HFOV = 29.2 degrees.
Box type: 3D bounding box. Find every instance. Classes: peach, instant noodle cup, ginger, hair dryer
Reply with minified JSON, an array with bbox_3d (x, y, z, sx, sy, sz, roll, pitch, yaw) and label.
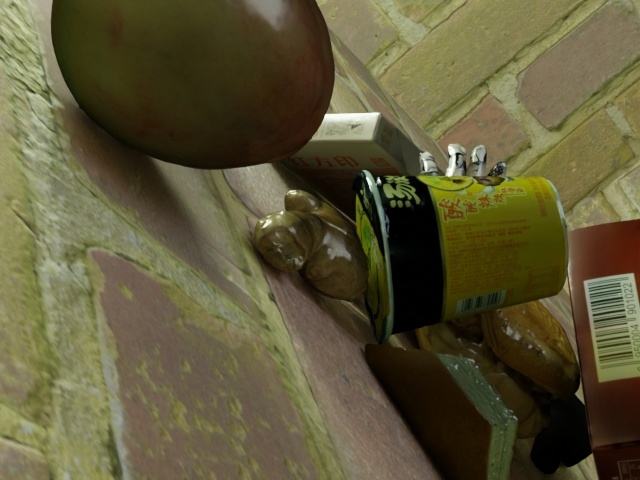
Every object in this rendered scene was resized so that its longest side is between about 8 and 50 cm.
[{"bbox_3d":[-0.118,-0.197,1.195,0.292,0.247,0.292,29,5,-2],"label":"peach"},{"bbox_3d":[0.168,0.009,1.499,0.215,0.236,0.215,174,-90,-85],"label":"instant noodle cup"},{"bbox_3d":[0.000,0.000,1.467,0.148,0.081,0.333,34,12,-3],"label":"ginger"},{"bbox_3d":[0.353,0.284,1.890,0.197,0.089,0.251,50,18,-3],"label":"hair dryer"}]

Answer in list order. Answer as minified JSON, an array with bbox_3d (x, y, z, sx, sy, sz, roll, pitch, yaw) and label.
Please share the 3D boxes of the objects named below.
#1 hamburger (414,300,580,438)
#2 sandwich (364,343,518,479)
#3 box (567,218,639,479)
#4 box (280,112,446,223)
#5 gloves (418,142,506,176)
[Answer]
[{"bbox_3d":[0.228,0.120,1.724,0.318,0.158,0.318,47,13,-15],"label":"hamburger"},{"bbox_3d":[0.148,0.194,1.382,0.258,0.096,0.094,54,18,27],"label":"sandwich"},{"bbox_3d":[0.440,0.223,1.736,0.385,0.122,0.344,65,20,-49],"label":"box"},{"bbox_3d":[0.092,-0.079,1.791,0.205,0.051,0.365,3,-23,37],"label":"box"},{"bbox_3d":[0.157,-0.047,1.643,0.111,0.212,0.127,-110,177,-59],"label":"gloves"}]
